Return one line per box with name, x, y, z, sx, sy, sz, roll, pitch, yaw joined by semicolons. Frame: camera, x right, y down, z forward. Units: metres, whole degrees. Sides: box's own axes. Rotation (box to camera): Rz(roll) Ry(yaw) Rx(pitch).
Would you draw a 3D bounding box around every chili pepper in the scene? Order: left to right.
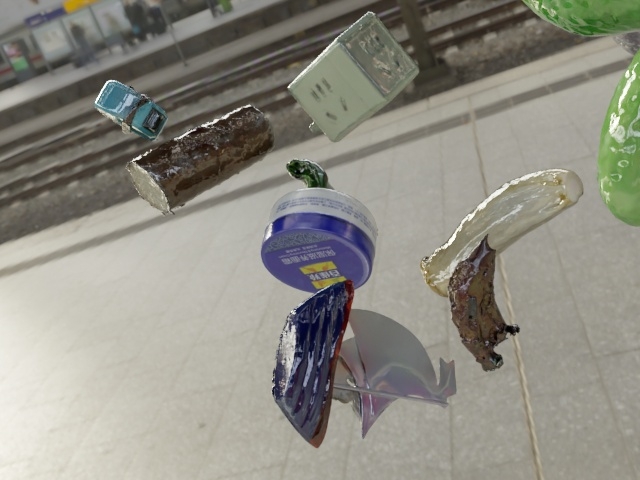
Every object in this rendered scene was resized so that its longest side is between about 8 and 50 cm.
chili pepper;-0.005;-0.105;1.608;0.062;0.108;0.216;-34;-21;2

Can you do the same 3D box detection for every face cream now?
face cream;0.000;0.000;1.417;0.206;0.206;0.111;-10;48;30

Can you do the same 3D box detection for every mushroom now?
mushroom;0.312;-0.016;1.383;0.351;0.095;0.123;-43;26;36

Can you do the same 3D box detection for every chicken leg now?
chicken leg;0.264;0.110;1.289;0.105;0.234;0.063;-25;18;-15

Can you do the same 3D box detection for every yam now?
yam;-0.226;-0.156;1.508;0.279;0.131;0.131;-33;22;-29

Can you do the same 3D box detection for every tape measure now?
tape measure;-0.351;-0.239;1.443;0.081;0.125;0.146;-60;7;-4

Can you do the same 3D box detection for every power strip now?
power strip;0.042;-0.276;1.402;0.224;0.140;0.139;-32;13;48

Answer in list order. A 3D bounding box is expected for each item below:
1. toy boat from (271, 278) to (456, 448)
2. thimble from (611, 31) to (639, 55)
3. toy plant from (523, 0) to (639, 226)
toy boat;0.072;0.160;1.098;0.318;0.219;0.072;-10;0;-32
thimble;0.479;-0.343;1.113;0.150;0.098;0.150;-13;59;24
toy plant;0.297;-0.219;0.580;0.210;0.317;0.356;-10;-20;-17
